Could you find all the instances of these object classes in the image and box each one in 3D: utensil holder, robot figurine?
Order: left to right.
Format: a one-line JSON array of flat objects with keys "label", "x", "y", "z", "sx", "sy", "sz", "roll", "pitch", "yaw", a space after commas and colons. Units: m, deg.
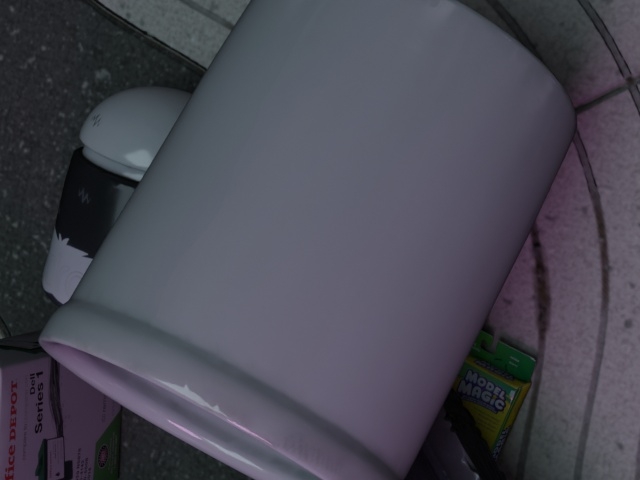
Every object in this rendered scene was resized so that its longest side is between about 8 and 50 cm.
[{"label": "robot figurine", "x": -0.169, "y": -0.011, "z": 1.793, "sx": 0.209, "sy": 0.173, "sz": 0.278, "roll": 18, "pitch": 103, "yaw": 13}, {"label": "utensil holder", "x": 0.000, "y": 0.000, "z": 1.558, "sx": 0.327, "sy": 0.327, "sz": 0.385, "roll": 24, "pitch": 75, "yaw": 22}]

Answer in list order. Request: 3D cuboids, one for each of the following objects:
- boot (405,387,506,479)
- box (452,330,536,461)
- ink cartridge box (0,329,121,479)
[{"label": "boot", "x": 0.007, "y": 0.389, "z": 1.662, "sx": 0.445, "sy": 0.146, "sz": 0.367, "roll": -33, "pitch": 64, "yaw": 12}, {"label": "box", "x": 0.125, "y": 0.170, "z": 1.736, "sx": 0.105, "sy": 0.043, "sz": 0.179, "roll": 27, "pitch": 105, "yaw": 21}, {"label": "ink cartridge box", "x": -0.295, "y": 0.181, "z": 1.845, "sx": 0.092, "sy": 0.219, "sz": 0.160, "roll": 7, "pitch": 98, "yaw": 26}]
